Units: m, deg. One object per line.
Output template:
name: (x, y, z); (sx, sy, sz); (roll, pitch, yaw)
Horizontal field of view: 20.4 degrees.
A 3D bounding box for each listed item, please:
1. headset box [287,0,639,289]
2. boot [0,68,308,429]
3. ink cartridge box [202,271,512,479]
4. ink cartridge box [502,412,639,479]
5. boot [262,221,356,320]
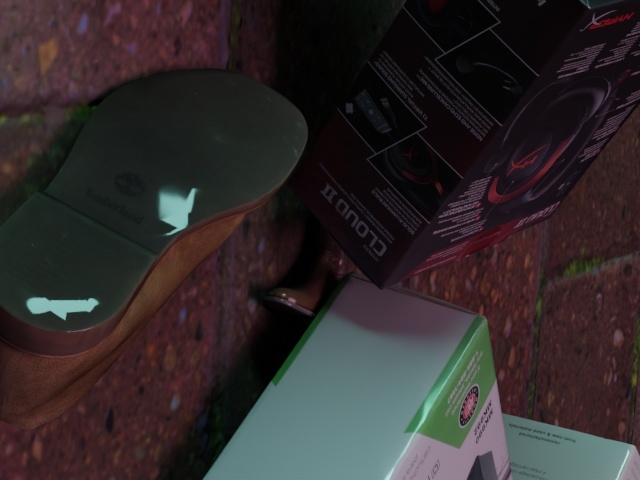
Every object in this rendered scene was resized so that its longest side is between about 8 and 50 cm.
headset box: (0.126, -0.102, 1.217); (0.218, 0.110, 0.293); (-21, 153, -47)
boot: (-0.112, -0.004, 1.062); (0.305, 0.112, 0.115); (-47, 166, -47)
ink cartridge box: (0.042, 0.202, 1.279); (0.211, 0.121, 0.289); (-56, 148, -32)
ink cartridge box: (0.167, 0.291, 1.487); (0.233, 0.168, 0.171); (-62, 145, -25)
boot: (0.000, 0.000, 1.269); (0.106, 0.037, 0.114); (18, 82, -62)
